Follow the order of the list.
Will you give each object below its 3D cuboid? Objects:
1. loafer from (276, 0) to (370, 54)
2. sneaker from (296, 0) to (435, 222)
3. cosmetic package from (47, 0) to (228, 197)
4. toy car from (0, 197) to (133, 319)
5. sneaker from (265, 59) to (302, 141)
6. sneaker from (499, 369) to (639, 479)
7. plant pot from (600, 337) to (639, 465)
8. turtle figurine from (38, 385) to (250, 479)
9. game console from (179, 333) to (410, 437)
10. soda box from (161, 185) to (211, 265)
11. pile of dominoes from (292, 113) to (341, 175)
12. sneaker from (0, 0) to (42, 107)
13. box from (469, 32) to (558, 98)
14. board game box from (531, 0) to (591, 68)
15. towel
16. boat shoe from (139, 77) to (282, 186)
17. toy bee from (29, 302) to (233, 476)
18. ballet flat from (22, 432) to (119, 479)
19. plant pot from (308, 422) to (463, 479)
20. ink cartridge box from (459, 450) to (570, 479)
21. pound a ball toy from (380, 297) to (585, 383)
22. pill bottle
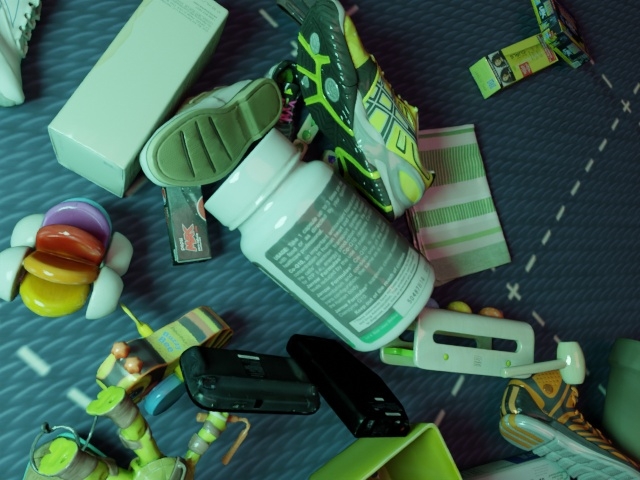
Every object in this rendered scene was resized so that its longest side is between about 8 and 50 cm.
[{"bbox_3d":[0.027,-0.366,0.962,0.095,0.109,0.303,-34,99,-4],"label":"loafer"},{"bbox_3d":[0.080,-0.224,0.855,0.147,0.145,0.385,-31,113,-21],"label":"sneaker"},{"bbox_3d":[-0.274,-0.238,0.762,0.113,0.160,0.309,32,68,-15],"label":"cosmetic package"},{"bbox_3d":[-0.344,0.011,0.676,0.159,0.136,0.182,16,33,-20],"label":"toy car"},{"bbox_3d":[-0.068,-0.257,0.904,0.063,0.075,0.170,8,78,-23],"label":"sneaker"},{"bbox_3d":[0.523,0.370,0.992,0.321,0.125,0.180,31,50,0],"label":"sneaker"},{"bbox_3d":[0.750,0.407,1.056,0.323,0.323,0.280,29,87,-17],"label":"plant pot"},{"bbox_3d":[-0.211,0.289,0.576,0.269,0.087,0.217,-46,122,-19],"label":"turtle figurine"},{"bbox_3d":[-0.037,0.202,0.722,0.361,0.213,0.044,19,102,-38],"label":"game console"},{"bbox_3d":[-0.223,-0.046,0.808,0.060,0.053,0.169,-8,85,-25],"label":"soda box"},{"bbox_3d":[0.063,-0.186,0.919,0.196,0.040,0.251,28,94,-18],"label":"pile of dominoes"},{"bbox_3d":[-0.473,-0.343,0.722,0.129,0.111,0.297,-13,87,-32],"label":"sneaker"},{"bbox_3d":[0.470,-0.425,1.187,0.232,0.058,0.087,-28,91,-27],"label":"box"},{"bbox_3d":[0.608,-0.531,1.236,0.170,0.048,0.141,12,64,-40],"label":"board game box"},{"bbox_3d":[0.281,-0.084,1.053,0.247,0.038,0.325,-14,86,-27],"label":"towel"},{"bbox_3d":[-0.181,-0.173,0.787,0.302,0.103,0.113,-47,132,-45],"label":"boat shoe"},{"bbox_3d":[-0.225,0.177,0.665,0.195,0.162,0.298,27,45,-1],"label":"toy bee"},{"bbox_3d":[-0.253,0.397,0.669,0.342,0.116,0.124,38,35,-13],"label":"ballet flat"},{"bbox_3d":[0.100,0.428,0.796,0.212,0.187,0.212,-27,93,-25],"label":"plant pot"},{"bbox_3d":[0.368,0.606,0.951,0.324,0.071,0.330,0,82,-26],"label":"ink cartridge box"},{"bbox_3d":[0.302,0.182,0.921,0.319,0.208,0.136,10,77,-22],"label":"pound a ball toy"},{"bbox_3d":[0.000,0.000,0.818,0.361,0.204,0.204,42,67,-13],"label":"pill bottle"}]
